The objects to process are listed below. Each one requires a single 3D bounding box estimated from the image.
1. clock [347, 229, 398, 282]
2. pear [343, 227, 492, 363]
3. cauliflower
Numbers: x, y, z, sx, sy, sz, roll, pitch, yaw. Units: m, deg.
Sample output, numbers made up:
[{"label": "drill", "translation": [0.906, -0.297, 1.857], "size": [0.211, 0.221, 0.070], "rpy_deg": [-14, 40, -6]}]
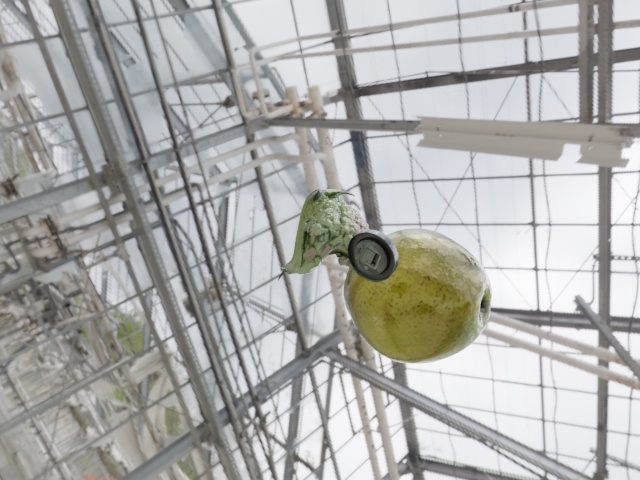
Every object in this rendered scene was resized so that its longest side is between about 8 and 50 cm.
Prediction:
[{"label": "clock", "translation": [0.081, 0.023, 0.809], "size": [0.085, 0.017, 0.085], "rpy_deg": [17, -59, 30]}, {"label": "pear", "translation": [0.194, 0.111, 1.038], "size": [0.294, 0.294, 0.294], "rpy_deg": [32, -43, 36]}, {"label": "cauliflower", "translation": [0.000, 0.000, 1.455], "size": [0.239, 0.315, 0.256], "rpy_deg": [32, 9, -46]}]
